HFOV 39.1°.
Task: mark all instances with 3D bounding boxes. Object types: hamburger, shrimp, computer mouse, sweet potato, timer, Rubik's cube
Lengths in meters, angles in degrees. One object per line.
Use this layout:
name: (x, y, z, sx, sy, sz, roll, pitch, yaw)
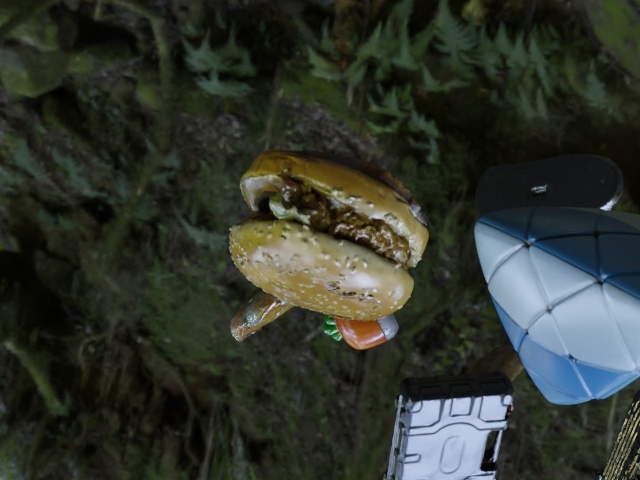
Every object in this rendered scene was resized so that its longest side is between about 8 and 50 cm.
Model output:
hamburger: (-0.001, 0.002, 0.822, 0.182, 0.117, 0.191, 35, 162, -29)
shrimp: (-0.033, 0.060, 1.362, 0.164, 0.062, 0.317, -35, 180, 28)
computer mouse: (0.420, -0.080, 1.650, 0.270, 0.137, 0.086, -8, 159, 25)
sweet potato: (0.340, 0.272, 1.784, 0.098, 0.097, 0.292, 11, -142, 29)
timer: (0.063, 0.134, 1.572, 0.136, 0.136, 0.099, 10, 146, 40)
Rubik's cube: (0.329, 0.051, 0.943, 0.255, 0.254, 0.254, 12, 178, 0)

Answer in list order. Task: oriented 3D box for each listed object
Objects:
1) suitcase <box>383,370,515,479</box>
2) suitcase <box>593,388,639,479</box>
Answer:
suitcase: (0.225, 0.361, 1.603, 0.207, 0.285, 0.066, -2, -149, -11)
suitcase: (0.520, 0.308, 1.222, 0.230, 0.152, 0.335, -9, 143, 0)
